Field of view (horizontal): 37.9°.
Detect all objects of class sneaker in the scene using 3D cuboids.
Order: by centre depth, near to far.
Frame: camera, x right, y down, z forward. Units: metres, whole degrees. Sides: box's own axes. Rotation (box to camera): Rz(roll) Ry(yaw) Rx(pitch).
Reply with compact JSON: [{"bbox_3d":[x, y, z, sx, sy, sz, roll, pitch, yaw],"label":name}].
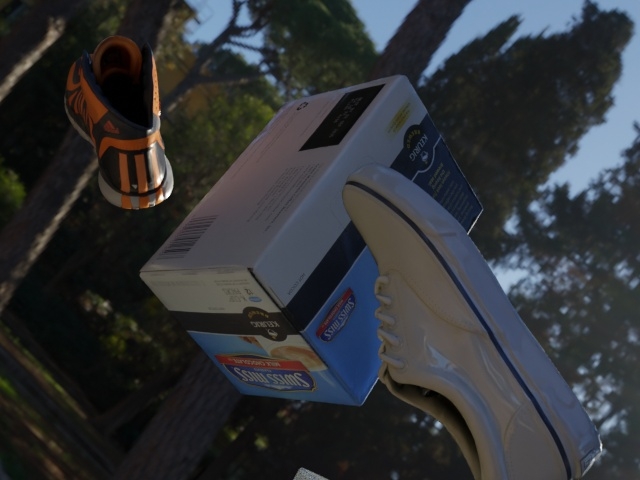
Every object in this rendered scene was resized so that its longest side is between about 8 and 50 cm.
[{"bbox_3d":[0.075,0.058,0.621,0.258,0.091,0.094,55,-13,25],"label":"sneaker"},{"bbox_3d":[-0.262,-0.201,1.215,0.321,0.124,0.180,-125,-151,-42],"label":"sneaker"}]

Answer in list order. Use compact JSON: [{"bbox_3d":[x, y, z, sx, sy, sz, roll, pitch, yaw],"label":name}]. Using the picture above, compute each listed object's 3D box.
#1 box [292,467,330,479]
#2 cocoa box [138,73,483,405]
[{"bbox_3d":[-0.004,0.427,1.451,0.087,0.101,0.102,27,-7,43],"label":"box"},{"bbox_3d":[0.000,0.000,1.165,0.231,0.347,0.228,-4,-50,47],"label":"cocoa box"}]
